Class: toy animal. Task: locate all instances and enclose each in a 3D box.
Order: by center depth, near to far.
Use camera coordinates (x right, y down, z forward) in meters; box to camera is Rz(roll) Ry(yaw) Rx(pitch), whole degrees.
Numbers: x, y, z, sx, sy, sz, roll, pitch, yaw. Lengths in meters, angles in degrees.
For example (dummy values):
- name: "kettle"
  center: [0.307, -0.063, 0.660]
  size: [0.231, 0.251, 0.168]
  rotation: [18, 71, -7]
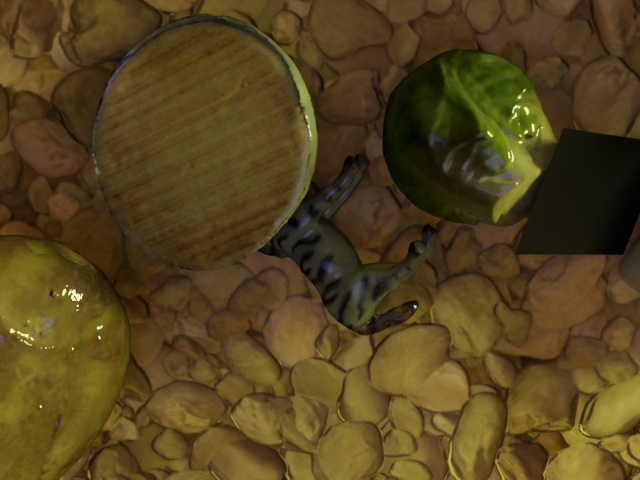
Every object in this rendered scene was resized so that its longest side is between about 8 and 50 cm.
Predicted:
- name: "toy animal"
  center: [0.005, -0.016, 1.009]
  size: [0.255, 0.090, 0.170]
  rotation: [33, 111, 18]

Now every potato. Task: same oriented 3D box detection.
- name: "potato"
  center: [-0.314, 0.128, 1.030]
  size: [0.237, 0.289, 0.301]
  rotation: [-29, 64, -1]

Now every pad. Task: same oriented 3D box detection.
- name: "pad"
  center: [0.270, -0.043, 0.935]
  size: [0.004, 0.190, 0.127]
  rotation: [35, 115, 43]

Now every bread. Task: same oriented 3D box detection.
- name: "bread"
  center: [-0.121, -0.101, 0.989]
  size: [0.267, 0.040, 0.267]
  rotation: [0, 90, 22]

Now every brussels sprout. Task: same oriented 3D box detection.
- name: "brussels sprout"
  center: [0.144, -0.094, 0.936]
  size: [0.161, 0.144, 0.180]
  rotation: [-30, 65, 8]

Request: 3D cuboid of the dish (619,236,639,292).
- name: "dish"
  center: [0.420, -0.007, 0.956]
  size: [0.151, 0.077, 0.212]
  rotation: [27, 109, 0]
